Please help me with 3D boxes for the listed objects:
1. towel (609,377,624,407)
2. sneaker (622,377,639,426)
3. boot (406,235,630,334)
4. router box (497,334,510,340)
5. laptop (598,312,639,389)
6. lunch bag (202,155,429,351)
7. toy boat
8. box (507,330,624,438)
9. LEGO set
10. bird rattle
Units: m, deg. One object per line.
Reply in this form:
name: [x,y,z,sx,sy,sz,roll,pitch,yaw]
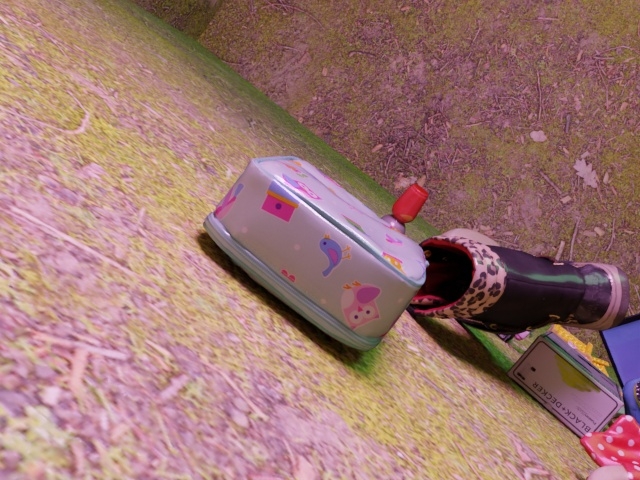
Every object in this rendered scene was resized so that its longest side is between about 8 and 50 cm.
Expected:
towel: [0.783,0.407,1.855,0.187,0.049,0.282,34,11,-18]
sneaker: [0.555,0.333,1.144,0.082,0.069,0.210,104,-22,-67]
boot: [0.254,0.078,1.112,0.284,0.138,0.377,9,-6,-25]
router box: [0.379,0.169,1.528,0.122,0.038,0.092,42,12,23]
laptop: [0.641,0.251,1.173,0.136,0.234,0.265,44,31,-49]
lunch bag: [0.000,0.000,0.743,0.224,0.108,0.279,35,9,3]
toy boat: [0.265,0.027,1.479,0.318,0.148,0.267,44,24,18]
box: [0.440,0.250,1.228,0.169,0.087,0.290,42,11,21]
LEGO set: [0.526,0.284,1.446,0.132,0.107,0.287,-8,50,-45]
bird rattle: [0.375,0.287,0.740,0.206,0.143,0.253,8,24,-38]
